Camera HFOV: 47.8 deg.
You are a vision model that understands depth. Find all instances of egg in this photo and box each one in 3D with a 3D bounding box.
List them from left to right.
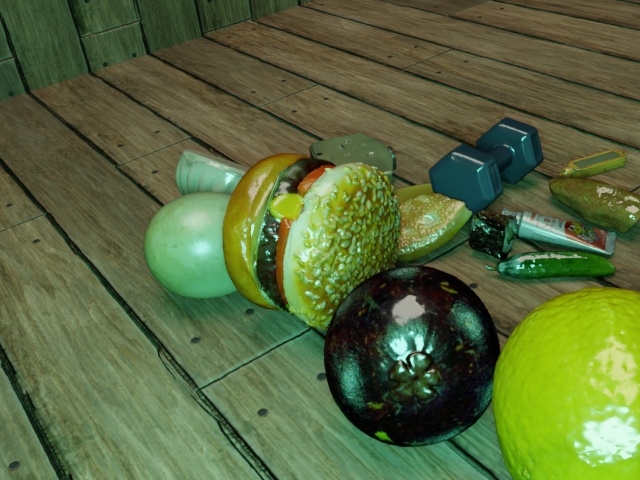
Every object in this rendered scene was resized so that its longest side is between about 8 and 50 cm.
[{"bbox_3d":[-0.212,0.006,1.483,0.295,0.218,0.218,-6,32,-11],"label":"egg"}]

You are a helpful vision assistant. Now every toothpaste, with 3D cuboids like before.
[{"bbox_3d":[0.498,-0.019,1.525,0.234,0.057,0.089,15,36,18],"label":"toothpaste"}]

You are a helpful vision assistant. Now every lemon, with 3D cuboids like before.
[{"bbox_3d":[0.384,0.226,0.949,0.336,0.336,0.336,-6,33,4],"label":"lemon"}]

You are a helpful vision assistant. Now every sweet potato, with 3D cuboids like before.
[{"bbox_3d":[0.597,-0.083,1.570,0.097,0.097,0.251,-26,32,-25],"label":"sweet potato"}]

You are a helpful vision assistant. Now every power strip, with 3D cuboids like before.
[{"bbox_3d":[0.657,-0.182,1.750,0.178,0.028,0.049,-16,34,-12],"label":"power strip"}]

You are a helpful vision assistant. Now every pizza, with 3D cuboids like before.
[{"bbox_3d":[0.213,-0.036,1.551,0.182,0.062,0.161,-45,54,-3],"label":"pizza"}]

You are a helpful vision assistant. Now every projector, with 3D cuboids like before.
[{"bbox_3d":[0.090,-0.182,1.808,0.193,0.088,0.269,-13,31,-9],"label":"projector"}]

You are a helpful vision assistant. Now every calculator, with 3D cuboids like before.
[{"bbox_3d":[0.261,-0.091,1.695,0.236,0.033,0.157,-5,34,9],"label":"calculator"}]

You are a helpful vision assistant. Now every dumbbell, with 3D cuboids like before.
[{"bbox_3d":[0.382,-0.170,1.640,0.160,0.144,0.325,28,38,25],"label":"dumbbell"}]

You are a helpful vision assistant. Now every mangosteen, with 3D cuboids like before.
[{"bbox_3d":[0.138,0.174,1.119,0.288,0.288,0.288,-6,33,4],"label":"mangosteen"}]

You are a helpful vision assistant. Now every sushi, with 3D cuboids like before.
[{"bbox_3d":[0.356,-0.014,1.499,0.084,0.094,0.098,21,26,36],"label":"sushi"}]

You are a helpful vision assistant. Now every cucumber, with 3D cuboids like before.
[{"bbox_3d":[0.452,0.048,1.424,0.250,0.056,0.056,-2,34,8],"label":"cucumber"}]

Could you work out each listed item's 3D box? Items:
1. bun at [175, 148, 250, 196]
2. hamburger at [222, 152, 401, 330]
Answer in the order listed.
[{"bbox_3d":[-0.230,-0.101,1.716,0.263,0.175,0.263,20,7,-3],"label":"bun"},{"bbox_3d":[0.000,0.000,1.352,0.250,0.330,0.330,11,37,37],"label":"hamburger"}]
